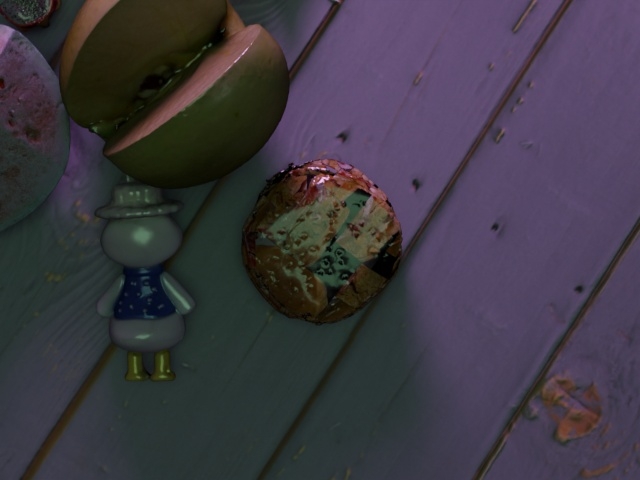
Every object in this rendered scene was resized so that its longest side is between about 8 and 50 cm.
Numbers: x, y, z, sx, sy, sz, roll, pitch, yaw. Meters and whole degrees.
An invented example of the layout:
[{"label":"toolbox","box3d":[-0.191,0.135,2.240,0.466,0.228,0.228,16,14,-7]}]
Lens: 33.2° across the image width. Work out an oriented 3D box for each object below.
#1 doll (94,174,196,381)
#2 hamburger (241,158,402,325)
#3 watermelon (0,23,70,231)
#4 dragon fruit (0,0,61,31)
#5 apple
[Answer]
[{"label":"doll","box3d":[-0.240,0.047,1.454,0.138,0.119,0.293,-3,97,11]},{"label":"hamburger","box3d":[0.000,0.000,1.478,0.231,0.107,0.230,-1,99,-4]},{"label":"watermelon","box3d":[-0.469,-0.131,1.420,0.322,0.188,0.175,-40,50,3]},{"label":"dragon fruit","box3d":[-0.385,-0.316,1.452,0.083,0.056,0.060,-39,93,1]},{"label":"apple","box3d":[-0.187,-0.206,1.360,0.254,0.292,0.292,-42,95,3]}]
